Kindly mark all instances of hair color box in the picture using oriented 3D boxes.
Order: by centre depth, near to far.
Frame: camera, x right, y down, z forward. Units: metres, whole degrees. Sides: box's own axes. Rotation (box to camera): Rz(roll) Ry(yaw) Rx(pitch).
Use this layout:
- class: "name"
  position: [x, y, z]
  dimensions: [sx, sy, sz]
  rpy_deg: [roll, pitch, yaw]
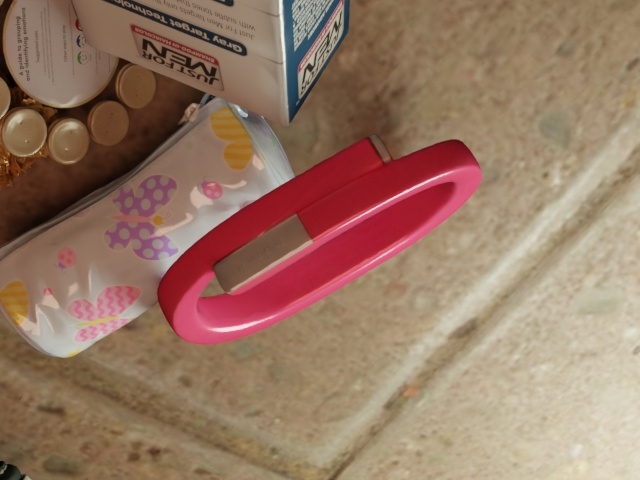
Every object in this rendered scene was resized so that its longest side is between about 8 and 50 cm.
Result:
- class: "hair color box"
  position: [-0.077, -0.228, 0.466]
  dimensions: [0.174, 0.105, 0.347]
  rpy_deg: [24, 156, 11]

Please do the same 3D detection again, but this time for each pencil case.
- class: "pencil case"
  position: [-0.147, -0.012, 0.699]
  dimensions: [0.273, 0.113, 0.124]
  rpy_deg: [-34, 139, 11]

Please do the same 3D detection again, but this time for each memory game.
- class: "memory game"
  position: [-0.192, -0.148, 0.615]
  dimensions: [0.186, 0.012, 0.186]
  rpy_deg: [-24, 123, -44]

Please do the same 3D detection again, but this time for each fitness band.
- class: "fitness band"
  position: [0.000, 0.000, 0.696]
  dimensions: [0.291, 0.209, 0.054]
  rpy_deg: [-30, 76, 2]

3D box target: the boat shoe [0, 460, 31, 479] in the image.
- class: "boat shoe"
  position: [-0.458, 0.281, 0.811]
  dimensions: [0.340, 0.127, 0.113]
  rpy_deg: [-25, 97, 7]

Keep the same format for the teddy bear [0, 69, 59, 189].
- class: "teddy bear"
  position: [-0.343, -0.159, 0.589]
  dimensions: [0.245, 0.113, 0.338]
  rpy_deg: [-13, 120, 0]
